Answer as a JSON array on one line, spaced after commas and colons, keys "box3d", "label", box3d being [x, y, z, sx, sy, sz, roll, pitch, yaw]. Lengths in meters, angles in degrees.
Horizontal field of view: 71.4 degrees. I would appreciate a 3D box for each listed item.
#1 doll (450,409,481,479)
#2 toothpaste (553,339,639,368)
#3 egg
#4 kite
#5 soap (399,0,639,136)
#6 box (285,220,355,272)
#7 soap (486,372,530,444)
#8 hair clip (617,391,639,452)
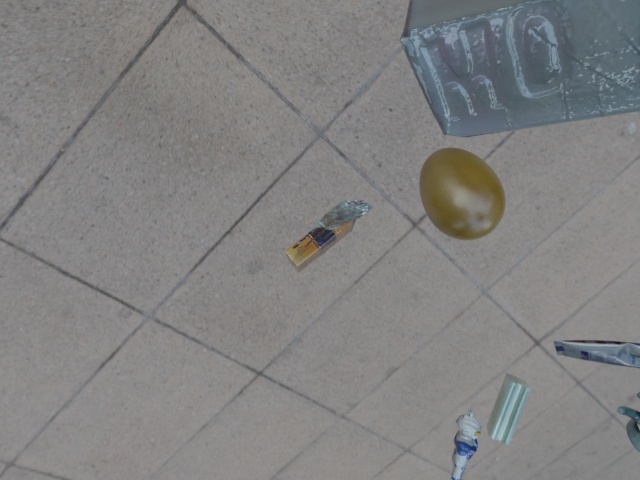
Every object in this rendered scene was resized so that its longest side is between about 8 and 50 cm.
[{"box3d": [0.340, 0.494, 1.049, 0.057, 0.114, 0.227, 12, 118, 27], "label": "doll"}, {"box3d": [0.649, 0.244, 0.947, 0.266, 0.061, 0.096, 0, 148, 34], "label": "toothpaste"}, {"box3d": [0.456, -0.154, 1.459, 0.250, 0.322, 0.250, -28, 167, -7], "label": "egg"}, {"box3d": [0.024, -0.033, 1.088, 0.127, 0.016, 0.229, 5, 147, -44], "label": "kite"}, {"box3d": [0.430, -0.413, 0.929, 0.436, 0.212, 0.350, 0, 145, 32], "label": "soap"}, {"box3d": [0.000, 0.000, 1.431, 0.237, 0.152, 0.070, -40, 81, -8], "label": "box"}, {"box3d": [0.612, 0.546, 1.454, 0.067, 0.119, 0.197, 20, 94, 14], "label": "soap"}, {"box3d": [0.862, 0.413, 0.972, 0.392, 0.238, 0.318, 17, 121, -30], "label": "hair clip"}]
